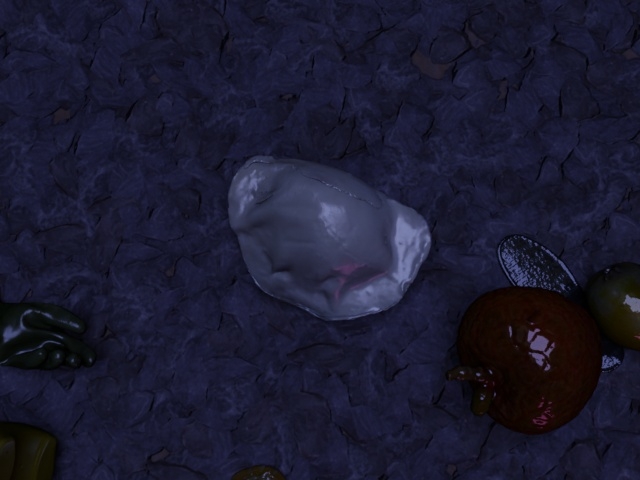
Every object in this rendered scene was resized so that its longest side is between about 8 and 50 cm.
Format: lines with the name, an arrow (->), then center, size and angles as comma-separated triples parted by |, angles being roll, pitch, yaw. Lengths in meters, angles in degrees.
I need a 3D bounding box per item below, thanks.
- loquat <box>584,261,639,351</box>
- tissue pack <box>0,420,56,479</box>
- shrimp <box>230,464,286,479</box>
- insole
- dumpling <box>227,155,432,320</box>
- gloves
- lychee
loquat -> 0.557, 0.122, 1.329 | 0.152, 0.152, 0.195 | -45, 98, -9
tissue pack -> -0.536, 0.362, 1.250 | 0.127, 0.178, 0.123 | 5, 79, 19
shrimp -> -0.115, 0.481, 1.305 | 0.124, 0.034, 0.178 | -1, 77, 2
insole -> 0.444, 0.113, 1.400 | 0.110, 0.012, 0.309 | -35, 81, -9
dumpling -> -0.003, -0.001, 1.338 | 0.341, 0.181, 0.260 | 22, 88, -19
gloves -> -0.507, 0.168, 1.327 | 0.268, 0.107, 0.135 | 20, 70, 21
lychee -> 0.342, 0.197, 1.264 | 0.300, 0.255, 0.255 | -24, 78, -38
